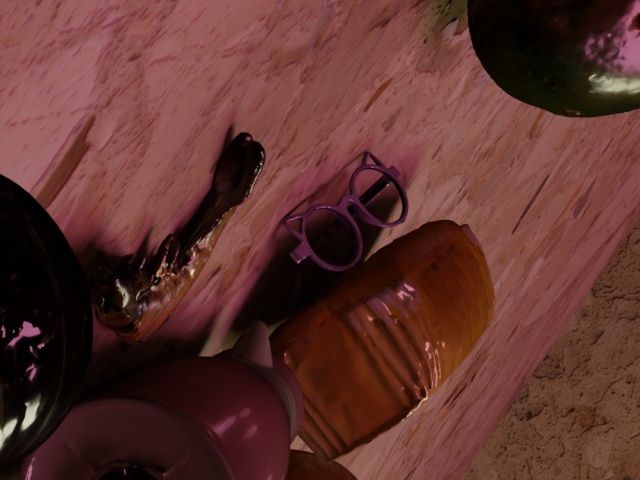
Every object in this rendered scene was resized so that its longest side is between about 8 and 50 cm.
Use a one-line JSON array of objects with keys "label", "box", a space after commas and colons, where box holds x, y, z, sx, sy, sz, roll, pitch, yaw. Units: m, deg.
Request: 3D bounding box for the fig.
[{"label": "fig", "box": [0.187, -0.183, 1.321, 0.195, 0.195, 0.245, -52, -160, -12]}]

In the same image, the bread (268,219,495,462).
[{"label": "bread", "box": [0.054, 0.072, 1.427, 0.152, 0.119, 0.288, -33, -179, 22]}]

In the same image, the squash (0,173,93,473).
[{"label": "squash", "box": [-0.178, 0.047, 0.652, 0.193, 0.156, 0.193, -51, -174, 8]}]

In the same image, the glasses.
[{"label": "glasses", "box": [0.000, 0.000, 1.356, 0.140, 0.062, 0.104, -42, -178, -42]}]

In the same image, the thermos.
[{"label": "thermos", "box": [-0.089, 0.156, 1.190, 0.265, 0.146, 0.176, -31, 138, -74]}]

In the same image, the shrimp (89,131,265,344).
[{"label": "shrimp", "box": [-0.083, -0.005, 1.051, 0.148, 0.035, 0.195, -52, 172, -4]}]

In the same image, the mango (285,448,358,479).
[{"label": "mango", "box": [-0.069, 0.314, 1.468, 0.384, 0.199, 0.221, -31, 136, -53]}]
